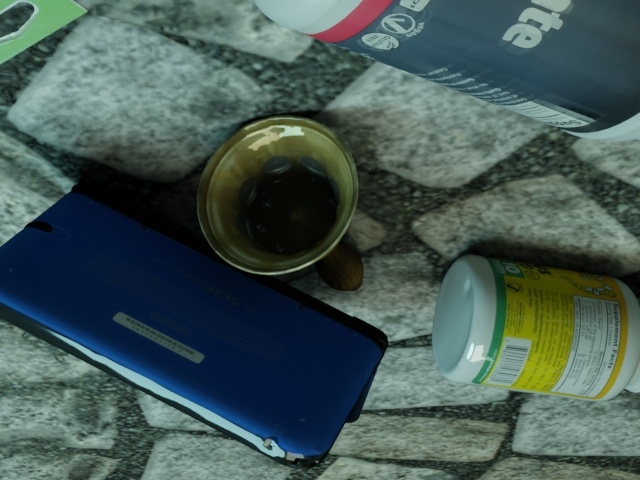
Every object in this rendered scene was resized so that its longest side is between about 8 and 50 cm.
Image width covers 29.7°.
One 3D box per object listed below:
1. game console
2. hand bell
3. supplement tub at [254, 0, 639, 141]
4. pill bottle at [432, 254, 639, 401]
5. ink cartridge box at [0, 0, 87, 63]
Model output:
[{"bbox_3d":[-0.111,0.097,0.988,0.293,0.250,0.173,26,123,8],"label":"game console"},{"bbox_3d":[0.000,0.000,1.006,0.126,0.126,0.242,-8,161,14],"label":"hand bell"},{"bbox_3d":[0.113,-0.162,0.617,0.272,0.191,0.191,16,146,-23],"label":"supplement tub"},{"bbox_3d":[0.217,0.084,1.096,0.208,0.117,0.117,9,148,-13],"label":"pill bottle"},{"bbox_3d":[-0.245,-0.190,0.705,0.109,0.062,0.209,-22,142,33],"label":"ink cartridge box"}]
